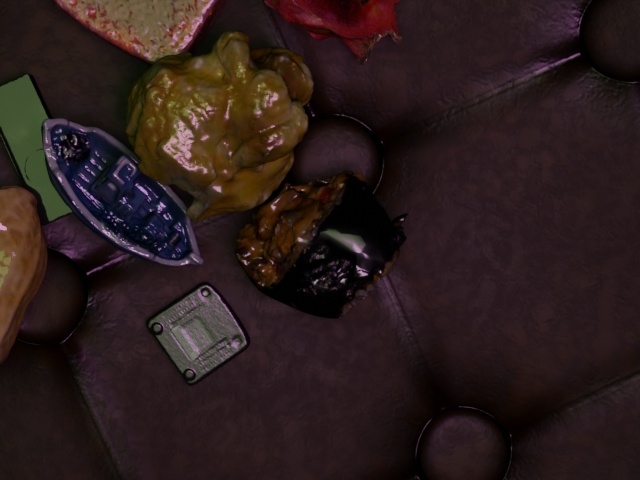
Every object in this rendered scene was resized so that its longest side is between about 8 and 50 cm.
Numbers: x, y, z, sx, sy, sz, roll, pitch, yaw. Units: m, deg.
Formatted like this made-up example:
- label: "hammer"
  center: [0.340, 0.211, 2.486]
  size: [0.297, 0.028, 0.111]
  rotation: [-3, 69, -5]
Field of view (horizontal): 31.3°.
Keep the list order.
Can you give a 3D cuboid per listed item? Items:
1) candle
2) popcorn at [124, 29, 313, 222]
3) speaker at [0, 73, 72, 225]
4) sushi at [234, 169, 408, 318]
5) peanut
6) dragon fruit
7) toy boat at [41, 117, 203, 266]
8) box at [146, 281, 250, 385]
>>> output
- label: "candle"
  center: [-0.262, -0.387, 1.684]
  size: [0.316, 0.131, 0.287]
  rotation: [-11, 96, -1]
- label: "popcorn"
  center: [-0.146, -0.173, 1.623]
  size: [0.276, 0.276, 0.225]
  rotation: [-26, 65, -1]
- label: "speaker"
  center: [-0.430, -0.136, 1.726]
  size: [0.082, 0.044, 0.218]
  rotation: [-23, 93, -1]
- label: "sushi"
  center: [0.001, -0.002, 1.678]
  size: [0.204, 0.200, 0.213]
  rotation: [39, 114, -4]
- label: "peanut"
  center: [-0.492, 0.065, 1.684]
  size: [0.147, 0.147, 0.306]
  rotation: [25, 89, -3]
- label: "dragon fruit"
  center: [0.026, -0.356, 1.692]
  size: [0.211, 0.134, 0.262]
  rotation: [53, 54, -17]
- label: "toy boat"
  center: [-0.289, -0.066, 1.668]
  size: [0.309, 0.142, 0.129]
  rotation: [44, 64, -16]
- label: "box"
  center: [-0.187, 0.142, 1.758]
  size: [0.125, 0.027, 0.126]
  rotation: [-35, 94, -1]
